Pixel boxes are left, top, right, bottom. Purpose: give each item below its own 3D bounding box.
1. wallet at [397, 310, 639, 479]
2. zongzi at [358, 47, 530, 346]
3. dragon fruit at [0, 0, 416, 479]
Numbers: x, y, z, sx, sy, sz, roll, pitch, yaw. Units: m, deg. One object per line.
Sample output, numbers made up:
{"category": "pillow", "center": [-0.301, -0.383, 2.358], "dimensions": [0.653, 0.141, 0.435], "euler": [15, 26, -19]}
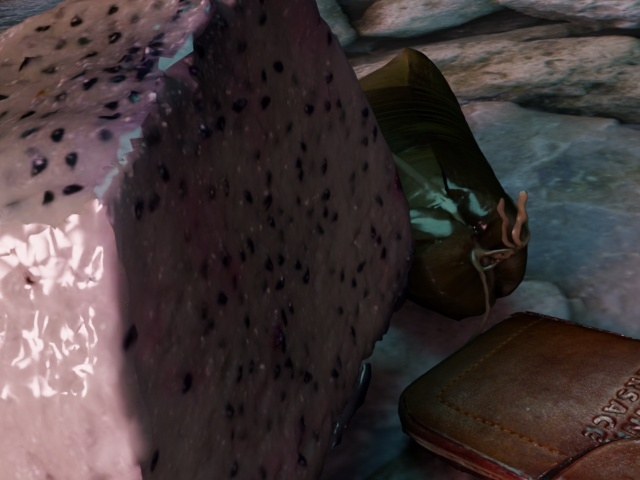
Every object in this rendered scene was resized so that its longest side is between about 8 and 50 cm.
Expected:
{"category": "wallet", "center": [0.161, 0.095, 0.471], "dimensions": [0.255, 0.031, 0.137], "euler": [15, 34, 41]}
{"category": "zongzi", "center": [0.000, 0.000, 0.671], "dimensions": [0.241, 0.111, 0.248], "euler": [-26, 31, 6]}
{"category": "dragon fruit", "center": [-0.100, 0.015, 0.464], "dimensions": [0.204, 0.221, 0.283], "euler": [-1, 41, 25]}
